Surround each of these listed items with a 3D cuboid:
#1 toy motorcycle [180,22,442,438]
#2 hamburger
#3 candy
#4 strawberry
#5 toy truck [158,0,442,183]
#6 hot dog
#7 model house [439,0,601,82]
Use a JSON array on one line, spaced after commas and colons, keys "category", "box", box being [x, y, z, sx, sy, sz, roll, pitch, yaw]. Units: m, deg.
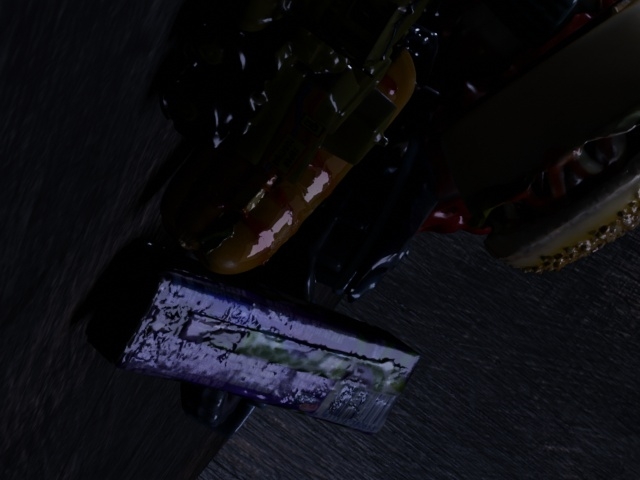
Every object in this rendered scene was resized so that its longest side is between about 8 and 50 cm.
[{"category": "toy motorcycle", "box": [0.000, 0.000, 1.636, 0.416, 0.172, 0.232, -61, 171, -20]}, {"category": "hamburger", "box": [0.248, -0.099, 1.632, 0.302, 0.170, 0.302, -35, -178, 1]}, {"category": "candy", "box": [-0.046, 0.083, 1.443, 0.312, 0.061, 0.088, 21, 104, -45]}, {"category": "strawberry", "box": [0.162, -0.135, 1.893, 0.345, 0.295, 0.317, -26, -165, -26]}, {"category": "toy truck", "box": [0.006, -0.142, 1.038, 0.127, 0.127, 0.257, -48, 169, -38]}, {"category": "hot dog", "box": [-0.018, -0.084, 1.312, 0.250, 0.104, 0.076, -47, 167, -21]}, {"category": "model house", "box": [0.185, -0.275, 1.571, 0.301, 0.190, 0.271, -46, 178, 13]}]
